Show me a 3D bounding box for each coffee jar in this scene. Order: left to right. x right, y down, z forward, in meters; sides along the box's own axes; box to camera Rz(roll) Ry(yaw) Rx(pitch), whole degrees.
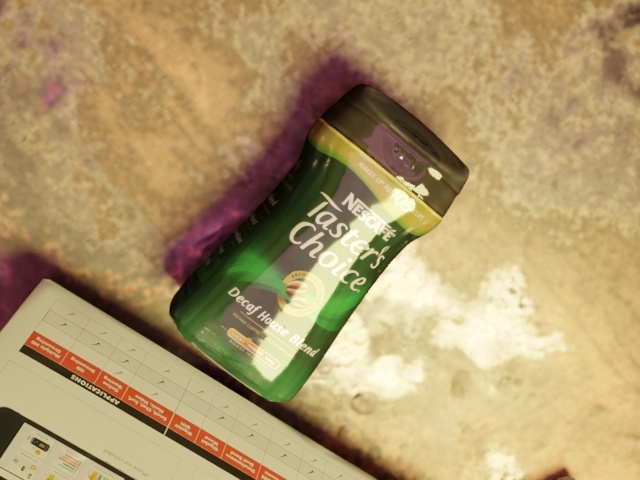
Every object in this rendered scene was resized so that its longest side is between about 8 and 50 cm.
[{"bbox_3d":[0.000,0.000,0.511,0.096,0.079,0.184,38,96,-10],"label":"coffee jar"}]

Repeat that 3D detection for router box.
[{"bbox_3d":[-0.079,0.214,0.432,0.336,0.301,0.082,34,124,-9],"label":"router box"}]

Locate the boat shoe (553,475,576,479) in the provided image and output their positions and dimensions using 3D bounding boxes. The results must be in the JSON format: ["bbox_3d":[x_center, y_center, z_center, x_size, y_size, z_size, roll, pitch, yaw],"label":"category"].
[{"bbox_3d":[0.141,0.203,0.584,0.100,0.035,0.035,-33,99,-4],"label":"boat shoe"}]
